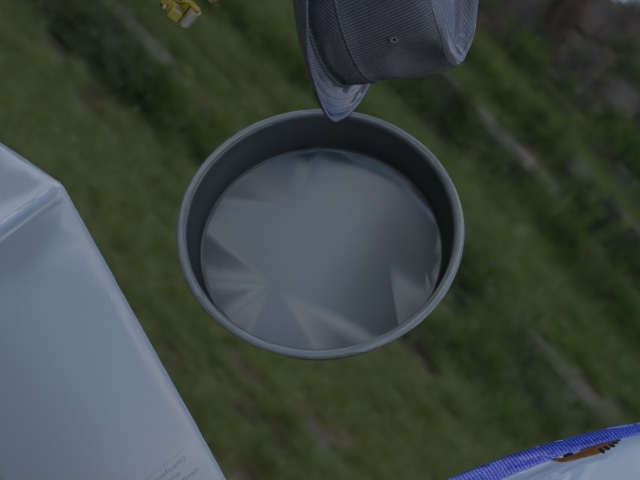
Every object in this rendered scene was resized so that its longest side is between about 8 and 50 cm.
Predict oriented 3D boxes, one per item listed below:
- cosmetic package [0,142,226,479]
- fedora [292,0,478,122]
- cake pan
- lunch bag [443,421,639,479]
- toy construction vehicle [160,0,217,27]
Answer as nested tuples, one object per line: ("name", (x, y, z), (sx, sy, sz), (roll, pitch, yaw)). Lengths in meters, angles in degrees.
("cosmetic package", (-0.224, 0.134, 1.542), (0.230, 0.161, 0.453), (31, -27, 50))
("fedora", (0.073, -0.239, 1.740), (0.124, 0.244, 0.275), (7, -50, 23))
("cake pan", (0.000, 0.000, 1.954), (0.293, 0.293, 0.054), (48, -18, 25))
("lunch bag", (0.149, 0.293, 1.052), (0.328, 0.385, 0.239), (-123, -166, -47))
("toy construction vehicle", (-0.148, -0.248, 1.817), (0.098, 0.086, 0.035), (45, 39, -10))
